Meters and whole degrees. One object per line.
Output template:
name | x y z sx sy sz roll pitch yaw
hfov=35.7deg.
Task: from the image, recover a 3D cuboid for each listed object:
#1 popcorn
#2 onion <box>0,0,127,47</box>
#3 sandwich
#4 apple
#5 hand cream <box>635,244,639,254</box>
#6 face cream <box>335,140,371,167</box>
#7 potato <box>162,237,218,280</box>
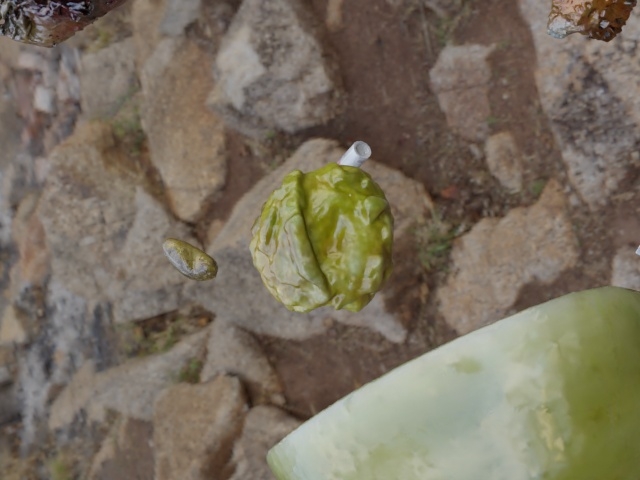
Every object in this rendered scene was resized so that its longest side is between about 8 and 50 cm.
popcorn | 0.001 0.001 1.250 0.198 0.197 0.155 68 157 10
onion | -0.216 -0.313 0.786 0.281 0.221 0.281 11 122 19
sandwich | 0.378 -0.405 1.313 0.301 0.162 0.250 -63 9 -1
apple | 0.157 0.173 0.882 0.320 0.360 0.312 52 -157 -16
hand cream | 0.470 -0.048 1.244 0.052 0.038 0.216 50 141 31
face cream | 0.039 -0.118 1.653 0.130 0.034 0.034 -46 63 52
potato | -0.188 0.030 1.426 0.046 0.092 0.045 -61 -2 6
